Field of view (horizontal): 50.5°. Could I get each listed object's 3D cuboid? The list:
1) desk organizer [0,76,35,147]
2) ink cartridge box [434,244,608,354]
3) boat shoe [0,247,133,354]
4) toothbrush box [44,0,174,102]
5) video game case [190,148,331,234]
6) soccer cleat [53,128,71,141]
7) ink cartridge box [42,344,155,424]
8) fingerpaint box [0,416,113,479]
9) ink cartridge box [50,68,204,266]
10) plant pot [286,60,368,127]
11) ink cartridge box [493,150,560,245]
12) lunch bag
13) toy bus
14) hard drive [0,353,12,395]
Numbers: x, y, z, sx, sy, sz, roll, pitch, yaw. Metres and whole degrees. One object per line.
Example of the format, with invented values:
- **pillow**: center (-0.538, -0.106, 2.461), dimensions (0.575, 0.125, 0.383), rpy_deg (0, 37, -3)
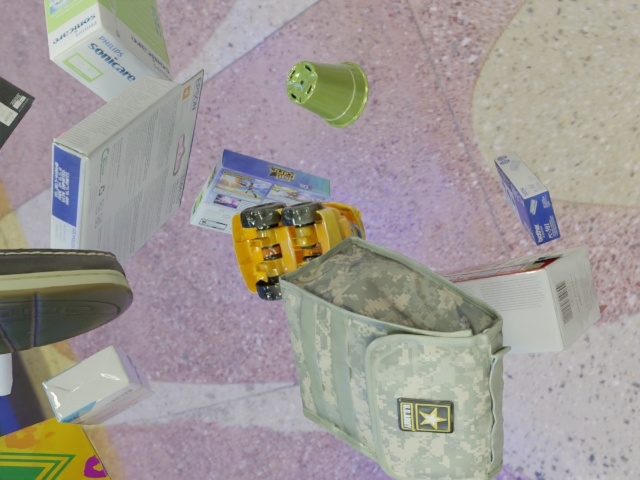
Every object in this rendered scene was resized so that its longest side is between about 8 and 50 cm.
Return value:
- **desk organizer**: center (-0.361, -0.106, 0.722), dimensions (0.047, 0.130, 0.050), rpy_deg (32, 160, -17)
- **ink cartridge box**: center (0.294, 0.104, 1.158), dimensions (0.309, 0.271, 0.130), rpy_deg (-13, 91, 37)
- **boat shoe**: center (-0.214, 0.021, 0.346), dimensions (0.080, 0.223, 0.074), rpy_deg (111, 147, -58)
- **toothbrush box**: center (-0.400, -0.411, 1.274), dimensions (0.122, 0.206, 0.283), rpy_deg (-27, 61, 15)
- **video game case**: center (-0.148, -0.093, 1.633), dimensions (0.244, 0.269, 0.061), rpy_deg (-48, 34, 49)
- **soccer cleat**: center (-0.466, -0.100, 1.354), dimensions (0.083, 0.095, 0.248), rpy_deg (-3, 99, 26)
- **ink cartridge box**: center (-0.311, 0.213, 0.976), dimensions (0.062, 0.104, 0.181), rpy_deg (60, 169, 14)
- **fingerpaint box**: center (-0.516, 0.492, 0.959), dimensions (0.163, 0.371, 0.445), rpy_deg (45, 132, 31)
- **ink cartridge box**: center (-0.321, -0.098, 1.126), dimensions (0.071, 0.330, 0.324), rpy_deg (25, 130, 5)
- **plant pot**: center (0.002, -0.185, 0.828), dimensions (0.083, 0.079, 0.083), rpy_deg (-2, 87, 43)
- **ink cartridge box**: center (0.373, -0.082, 1.238), dimensions (0.046, 0.207, 0.097), rpy_deg (-20, 114, 8)
- **lunch bag**: center (0.101, 0.159, 0.855), dimensions (0.287, 0.169, 0.235), rpy_deg (22, 130, 42)
- **toy bus**: center (0.000, 0.000, 1.091), dimensions (0.220, 0.211, 0.150), rpy_deg (-1, 103, 47)
- **hard drive**: center (-0.684, 0.167, 1.215), dimensions (0.353, 0.232, 0.047), rpy_deg (113, 155, -43)
